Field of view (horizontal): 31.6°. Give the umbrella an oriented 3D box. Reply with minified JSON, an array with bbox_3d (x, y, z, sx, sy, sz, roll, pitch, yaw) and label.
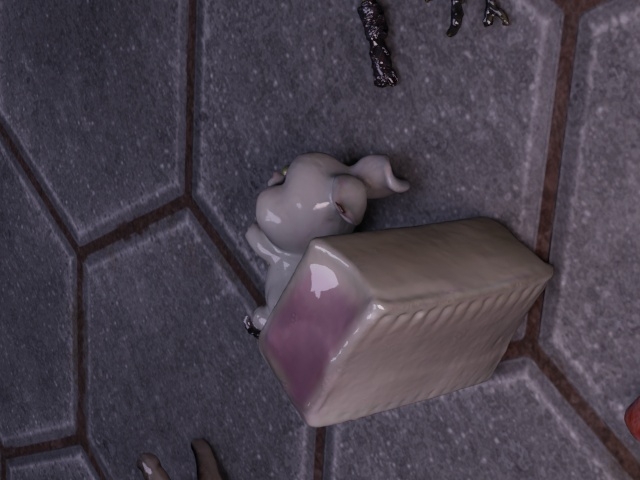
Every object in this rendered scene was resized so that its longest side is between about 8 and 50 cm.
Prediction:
[{"bbox_3d":[0.080,-0.288,1.601,0.040,0.037,0.144,-5,99,64],"label":"umbrella"}]

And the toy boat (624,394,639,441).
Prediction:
[{"bbox_3d":[0.428,0.297,1.312,0.206,0.096,0.282,30,132,25],"label":"toy boat"}]

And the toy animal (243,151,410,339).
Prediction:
[{"bbox_3d":[-0.007,-0.002,1.675,0.247,0.183,0.310,27,114,38],"label":"toy animal"}]

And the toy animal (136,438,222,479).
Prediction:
[{"bbox_3d":[-0.228,0.577,2.067,0.344,0.194,0.303,36,120,46],"label":"toy animal"}]

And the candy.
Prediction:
[{"bbox_3d":[0.112,0.091,1.414,0.145,0.358,0.208,48,128,31],"label":"candy"}]

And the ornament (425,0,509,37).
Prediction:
[{"bbox_3d":[0.202,-0.375,1.406,0.202,0.080,0.236,9,104,52],"label":"ornament"}]
